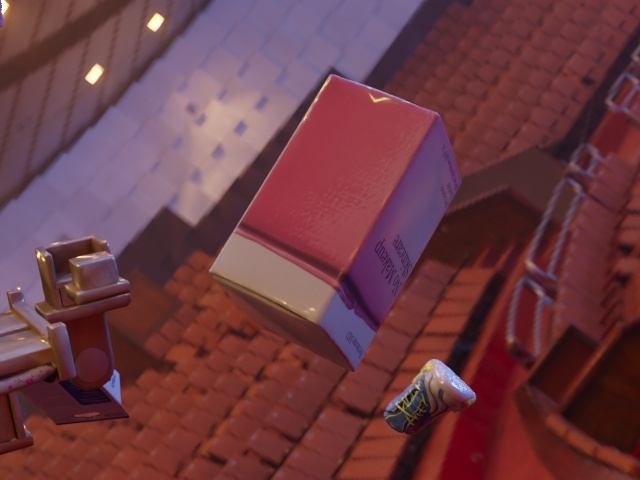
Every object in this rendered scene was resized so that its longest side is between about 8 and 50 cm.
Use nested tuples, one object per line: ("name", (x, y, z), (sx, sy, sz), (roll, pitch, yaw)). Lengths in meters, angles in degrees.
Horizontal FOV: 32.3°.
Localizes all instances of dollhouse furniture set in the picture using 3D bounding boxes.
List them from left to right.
("dollhouse furniture set", (-0.248, 0.134, 0.854), (0.303, 0.174, 0.355), (-15, 16, -24))

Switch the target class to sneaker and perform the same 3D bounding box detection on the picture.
("sneaker", (0.163, 0.253, 1.691), (0.126, 0.091, 0.240), (-46, -7, -3))

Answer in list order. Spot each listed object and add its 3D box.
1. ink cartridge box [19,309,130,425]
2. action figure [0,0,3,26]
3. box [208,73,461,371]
("ink cartridge box", (-0.484, 0.235, 2.023), (0.333, 0.165, 0.065), (65, -159, -51))
("action figure", (-0.581, -0.431, 1.795), (0.276, 0.248, 0.370), (-55, 30, -12))
("box", (0.022, -0.015, 1.068), (0.232, 0.127, 0.148), (-60, -25, -14))
